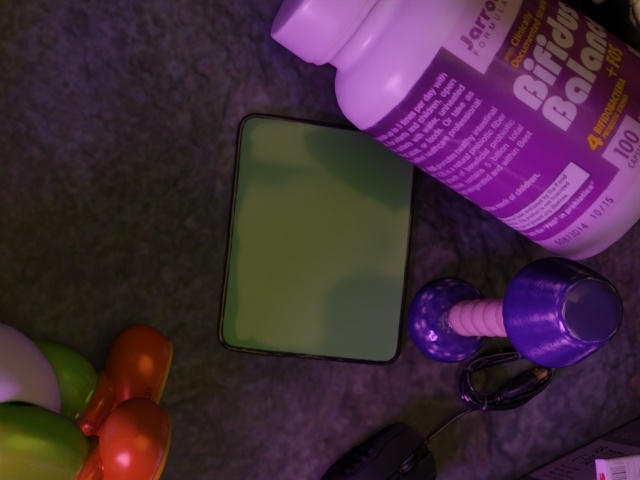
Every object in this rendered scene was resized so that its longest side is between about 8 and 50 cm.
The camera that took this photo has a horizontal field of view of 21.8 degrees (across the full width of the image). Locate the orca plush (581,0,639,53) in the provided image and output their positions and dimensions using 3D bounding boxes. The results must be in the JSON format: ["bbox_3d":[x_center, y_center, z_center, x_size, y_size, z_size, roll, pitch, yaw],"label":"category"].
[{"bbox_3d":[0.247,-0.291,1.362,0.102,0.151,0.287,11,86,15],"label":"orca plush"}]

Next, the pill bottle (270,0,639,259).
[{"bbox_3d":[0.119,-0.128,1.276,0.301,0.169,0.169,32,79,-13],"label":"pill bottle"}]

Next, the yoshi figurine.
[{"bbox_3d":[-0.277,0.061,1.147,0.362,0.203,0.203,17,66,-13],"label":"yoshi figurine"}]

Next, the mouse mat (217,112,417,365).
[{"bbox_3d":[0.000,0.000,1.318,0.152,0.007,0.190,7,86,-16],"label":"mouse mat"}]

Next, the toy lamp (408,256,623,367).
[{"bbox_3d":[0.139,0.054,1.216,0.080,0.274,0.080,1,86,-18],"label":"toy lamp"}]

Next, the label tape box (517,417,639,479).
[{"bbox_3d":[0.296,0.267,1.340,0.333,0.106,0.241,-25,94,-16],"label":"label tape box"}]

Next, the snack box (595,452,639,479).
[{"bbox_3d":[0.250,0.250,1.259,0.064,0.022,0.178,-5,87,-17],"label":"snack box"}]

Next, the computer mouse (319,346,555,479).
[{"bbox_3d":[0.094,0.158,1.319,0.242,0.041,0.071,-36,96,-16],"label":"computer mouse"}]
